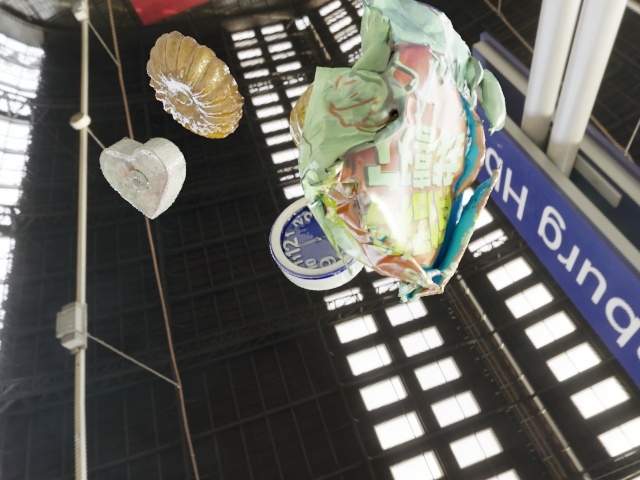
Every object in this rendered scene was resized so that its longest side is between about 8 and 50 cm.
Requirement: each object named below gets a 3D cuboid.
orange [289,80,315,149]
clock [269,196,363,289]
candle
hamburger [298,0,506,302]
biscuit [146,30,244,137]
[{"bbox_3d":[0.077,-0.325,1.281,0.329,0.329,0.249,12,-107,23],"label":"orange"},{"bbox_3d":[0.000,0.000,1.053,0.230,0.083,0.230,-6,-120,11],"label":"clock"},{"bbox_3d":[-0.370,-0.134,0.956,0.192,0.168,0.068,3,-148,26],"label":"candle"},{"bbox_3d":[0.069,-0.088,0.460,0.150,0.260,0.276,4,-106,47],"label":"hamburger"},{"bbox_3d":[-0.377,-0.435,1.308,0.326,0.326,0.107,21,-125,27],"label":"biscuit"}]
